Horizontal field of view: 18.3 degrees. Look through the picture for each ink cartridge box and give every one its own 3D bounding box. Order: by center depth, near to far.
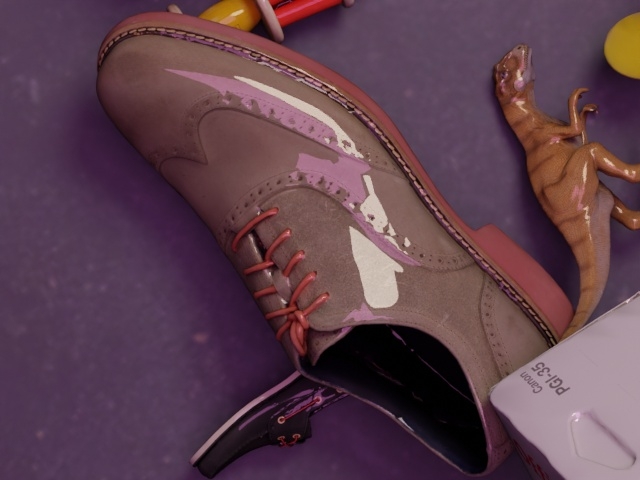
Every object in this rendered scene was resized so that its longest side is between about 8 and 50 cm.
[{"bbox_3d":[0.231,0.196,1.120,0.117,0.207,0.283,-33,120,-6],"label":"ink cartridge box"}]

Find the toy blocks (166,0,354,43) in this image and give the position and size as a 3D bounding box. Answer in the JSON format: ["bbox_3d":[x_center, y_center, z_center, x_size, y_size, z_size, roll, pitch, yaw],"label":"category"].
[{"bbox_3d":[-0.035,-0.185,1.225,0.148,0.054,0.123,-28,92,-5],"label":"toy blocks"}]

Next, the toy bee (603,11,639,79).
[{"bbox_3d":[0.268,-0.187,1.219,0.195,0.162,0.298,-7,116,-13],"label":"toy bee"}]

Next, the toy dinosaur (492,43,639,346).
[{"bbox_3d":[0.163,-0.023,1.229,0.112,0.064,0.211,-12,62,-9],"label":"toy dinosaur"}]

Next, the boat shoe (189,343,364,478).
[{"bbox_3d":[-0.021,0.107,1.229,0.133,0.049,0.042,-36,85,-8],"label":"boat shoe"}]

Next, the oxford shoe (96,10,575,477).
[{"bbox_3d":[0.000,0.000,1.171,0.348,0.123,0.130,37,45,-3],"label":"oxford shoe"}]
